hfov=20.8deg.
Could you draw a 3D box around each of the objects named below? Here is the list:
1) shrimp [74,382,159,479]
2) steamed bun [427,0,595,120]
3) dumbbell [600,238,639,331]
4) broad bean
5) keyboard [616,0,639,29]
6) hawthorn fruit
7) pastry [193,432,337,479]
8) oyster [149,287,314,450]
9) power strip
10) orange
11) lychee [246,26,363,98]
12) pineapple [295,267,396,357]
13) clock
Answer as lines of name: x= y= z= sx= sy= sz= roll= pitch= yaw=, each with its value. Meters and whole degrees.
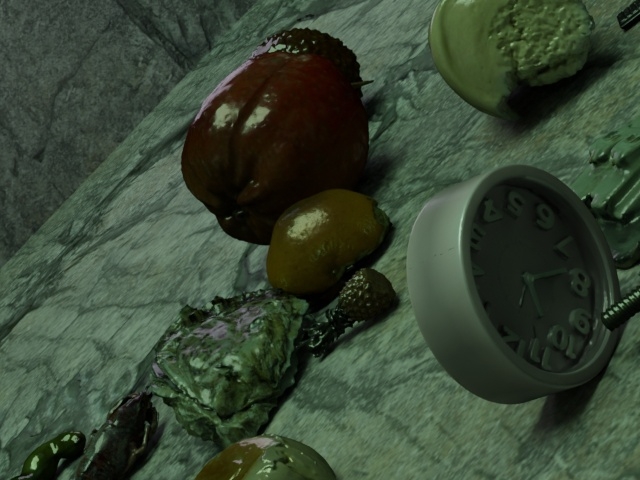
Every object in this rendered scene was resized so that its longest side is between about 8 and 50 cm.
shrimp: x=-0.243 y=0.242 z=2.150 sx=0.073 sy=0.074 sz=0.190 roll=106 pitch=-171 yaw=-54
steamed bun: x=0.234 y=-0.233 z=2.123 sx=0.200 sy=0.170 sz=0.225 roll=-7 pitch=5 yaw=7
dumbbell: x=0.332 y=-0.007 z=1.419 sx=0.254 sy=0.081 sz=0.081 roll=-39 pitch=17 yaw=17
broad bean: x=-0.391 y=0.329 z=2.297 sx=0.213 sy=0.048 sz=0.070 roll=-47 pitch=16 yaw=-24
keyboard: x=0.437 y=-0.321 z=2.089 sx=0.198 sy=0.010 sz=0.064 roll=-38 pitch=15 yaw=16
hawthorn fruit: x=-0.060 y=-0.124 z=2.347 sx=0.258 sy=0.258 sz=0.262 roll=-23 pitch=53 yaw=48
pastry: x=-0.064 y=0.251 z=1.675 sx=0.166 sy=0.088 sz=0.166 roll=-36 pitch=18 yaw=14
oyster: x=-0.105 y=0.148 z=2.023 sx=0.198 sy=0.112 sz=0.268 roll=-3 pitch=29 yaw=33
power strip: x=0.301 y=-0.072 z=1.684 sx=0.213 sy=0.064 sz=0.198 roll=-46 pitch=19 yaw=-14
orange: x=0.000 y=0.000 z=2.134 sx=0.160 sy=0.112 sz=0.170 roll=-27 pitch=34 yaw=41
lychee: x=-0.033 y=-0.227 z=2.622 sx=0.200 sy=0.200 sz=0.238 roll=-40 pitch=6 yaw=7
pineapple: x=0.029 y=0.088 z=1.953 sx=0.124 sy=0.058 sz=0.058 roll=-49 pitch=13 yaw=22
clock: x=0.166 y=0.037 z=1.483 sx=0.068 sy=0.197 sz=0.197 roll=-23 pitch=25 yaw=46
